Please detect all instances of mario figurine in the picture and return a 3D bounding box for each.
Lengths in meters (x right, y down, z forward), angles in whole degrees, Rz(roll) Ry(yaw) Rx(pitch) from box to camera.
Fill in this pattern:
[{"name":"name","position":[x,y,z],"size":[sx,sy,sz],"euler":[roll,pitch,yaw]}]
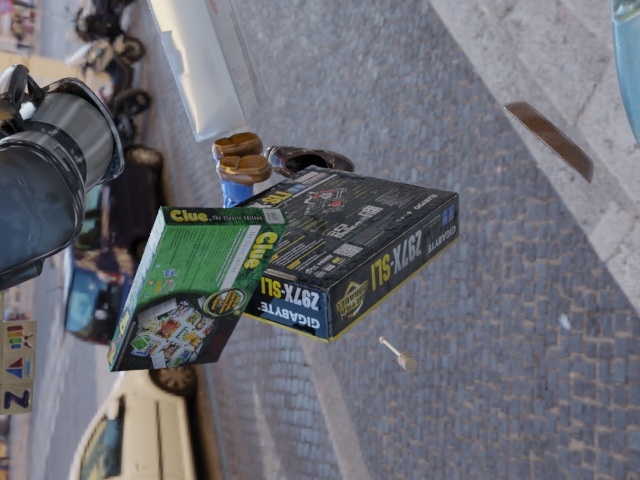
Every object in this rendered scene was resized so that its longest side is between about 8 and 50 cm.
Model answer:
[{"name":"mario figurine","position":[-0.095,-0.013,1.373],"size":[0.198,0.170,0.321],"euler":[-53,-29,-49]}]

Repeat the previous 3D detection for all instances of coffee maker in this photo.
[{"name":"coffee maker","position":[-0.243,-0.033,0.636],"size":[0.171,0.120,0.178],"euler":[-43,18,14]}]

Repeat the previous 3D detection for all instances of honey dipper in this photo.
[{"name":"honey dipper","position":[0.162,0.235,1.778],"size":[0.160,0.030,0.030],"euler":[-140,59,-69]}]

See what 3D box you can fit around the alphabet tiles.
[{"name":"alphabet tiles","position":[-0.668,0.225,1.433],"size":[0.011,0.342,0.285],"euler":[13,100,61]}]

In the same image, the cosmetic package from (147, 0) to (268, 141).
[{"name":"cosmetic package","position":[-0.191,-0.347,1.459],"size":[0.377,0.097,0.284],"euler":[-85,-24,-74]}]

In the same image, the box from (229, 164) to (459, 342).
[{"name":"box","position":[0.000,0.000,1.107],"size":[0.257,0.322,0.079],"euler":[12,119,34]}]

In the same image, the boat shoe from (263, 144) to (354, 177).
[{"name":"boat shoe","position":[-0.009,-0.141,1.612],"size":[0.073,0.207,0.073],"euler":[20,104,49]}]

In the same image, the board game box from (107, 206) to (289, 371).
[{"name":"board game box","position":[-0.140,0.059,0.916],"size":[0.260,0.136,0.030],"euler":[-60,40,41]}]

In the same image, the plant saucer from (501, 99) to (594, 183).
[{"name":"plant saucer","position":[0.326,-0.145,1.181],"size":[0.029,0.168,0.168],"euler":[-49,33,15]}]

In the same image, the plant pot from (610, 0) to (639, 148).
[{"name":"plant pot","position":[0.416,-0.201,0.834],"size":[0.248,0.252,0.247],"euler":[-28,32,36]}]
